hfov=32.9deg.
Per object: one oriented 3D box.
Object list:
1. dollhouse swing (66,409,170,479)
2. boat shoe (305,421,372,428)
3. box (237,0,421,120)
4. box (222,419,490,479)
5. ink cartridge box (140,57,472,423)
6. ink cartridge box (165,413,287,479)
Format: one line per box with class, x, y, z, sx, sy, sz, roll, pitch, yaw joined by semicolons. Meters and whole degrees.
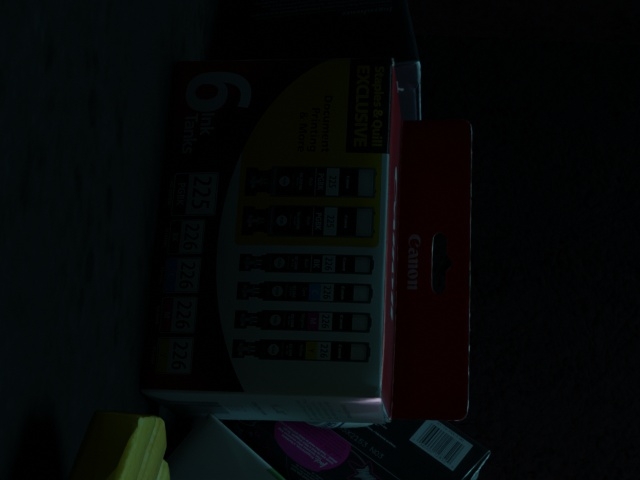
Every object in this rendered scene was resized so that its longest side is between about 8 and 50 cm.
dollhouse swing;-0.029;0.302;0.529;0.305;0.315;0.347;-55;154;-48
boat shoe;0.002;0.081;1.156;0.095;0.084;0.258;-32;-124;38
box;0.012;-0.212;1.435;0.395;0.212;0.294;-96;179;-48
box;0.029;0.244;1.181;0.163;0.247;0.142;-40;156;-43
ink cartridge box;0.000;0.000;0.975;0.130;0.271;0.310;68;23;-70
ink cartridge box;-0.068;0.255;1.012;0.093;0.154;0.212;-49;170;-12
